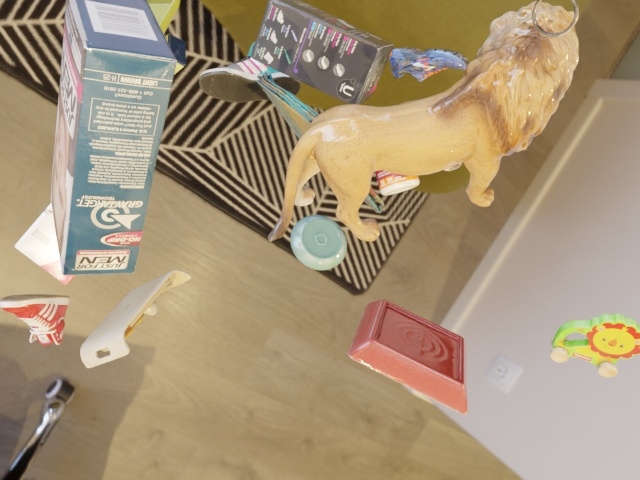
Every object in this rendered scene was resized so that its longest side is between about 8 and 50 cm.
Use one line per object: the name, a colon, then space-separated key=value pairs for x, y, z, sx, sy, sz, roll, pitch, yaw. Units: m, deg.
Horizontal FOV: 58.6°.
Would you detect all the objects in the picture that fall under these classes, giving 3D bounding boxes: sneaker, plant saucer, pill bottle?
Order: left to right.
sneaker: x=-0.357 y=0.101 z=0.715 sx=0.042 sy=0.118 sz=0.067 roll=4 pitch=85 yaw=8
plant saucer: x=-0.482 y=-0.611 z=1.583 sx=0.045 sy=0.188 sz=0.188 roll=47 pitch=62 yaw=-55
sneaker: x=-0.218 y=-0.517 z=1.707 sx=0.295 sy=0.178 sz=0.124 roll=-2 pitch=144 yaw=-16
plant saucer: x=0.000 y=0.000 z=1.145 sx=0.119 sy=0.021 sz=0.119 roll=6 pitch=69 yaw=-15
pill bottle: x=0.149 y=-0.178 z=1.203 sx=0.086 sy=0.086 sz=0.152 roll=-14 pitch=86 yaw=-23
plant saucer: x=0.205 y=0.226 z=1.217 sx=0.259 sy=0.258 sz=0.048 roll=26 pitch=112 yaw=5
sneaker: x=0.290 y=-0.471 z=1.533 sx=0.083 sy=0.221 sz=0.087 roll=-33 pitch=129 yaw=-54

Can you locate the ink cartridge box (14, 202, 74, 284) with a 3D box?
ink cartridge box: x=-0.629 y=-0.025 z=1.448 sx=0.158 sy=0.092 sz=0.218 roll=42 pitch=95 yaw=-12

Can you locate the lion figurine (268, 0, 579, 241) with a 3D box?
lion figurine: x=0.108 y=-0.122 z=0.673 sx=0.392 sy=0.142 sz=0.240 roll=-22 pitch=151 yaw=-8

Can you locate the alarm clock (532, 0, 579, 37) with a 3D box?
alarm clock: x=0.177 y=-0.265 z=0.474 sx=0.064 sy=0.129 sz=0.192 roll=-40 pitch=116 yaw=-43

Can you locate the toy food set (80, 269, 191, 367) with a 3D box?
toy food set: x=-0.511 y=0.218 z=1.598 sx=0.092 sy=0.219 sz=0.306 roll=52 pitch=40 yaw=-20

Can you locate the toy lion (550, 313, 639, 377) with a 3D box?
toy lion: x=0.361 y=0.129 z=0.739 sx=0.034 sy=0.100 sz=0.096 roll=-61 pitch=162 yaw=-47

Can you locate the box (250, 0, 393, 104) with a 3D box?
box: x=0.007 y=-0.432 z=1.297 sx=0.270 sy=0.165 sz=0.143 roll=27 pitch=117 yaw=7

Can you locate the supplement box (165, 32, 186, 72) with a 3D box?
supplement box: x=-0.422 y=-0.512 z=1.587 sx=0.056 sy=0.083 sz=0.083 roll=21 pitch=56 yaw=-45

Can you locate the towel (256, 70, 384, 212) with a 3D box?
towel: x=-0.002 y=-0.232 z=1.304 sx=0.040 sy=0.370 sz=0.271 roll=-41 pitch=130 yaw=0

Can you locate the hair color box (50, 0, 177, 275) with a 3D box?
hair color box: x=-0.295 y=-0.132 z=0.773 sx=0.105 sy=0.174 sz=0.347 roll=-1 pitch=133 yaw=-30
